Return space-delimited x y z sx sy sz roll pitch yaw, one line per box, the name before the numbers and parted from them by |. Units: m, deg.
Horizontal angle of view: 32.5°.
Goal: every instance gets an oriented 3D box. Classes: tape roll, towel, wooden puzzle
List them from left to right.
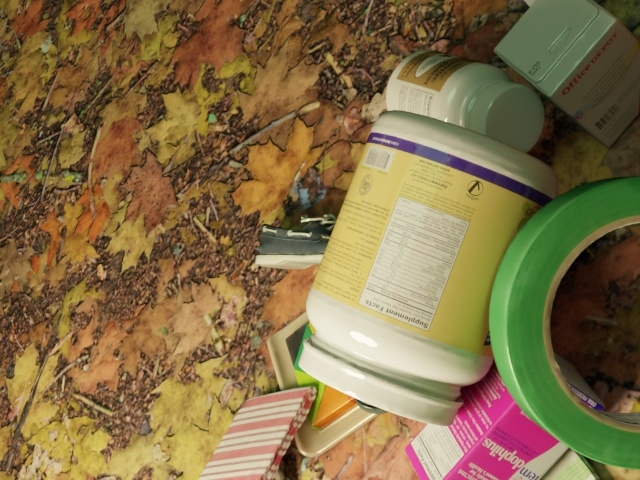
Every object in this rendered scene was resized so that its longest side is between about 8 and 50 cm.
towel | -0.094 0.296 1.593 0.144 0.029 0.197 -16 31 41
wooden puzzle | 0.032 0.170 1.620 0.239 0.044 0.221 -36 52 23
towel | 0.302 0.326 1.348 0.113 0.023 0.152 -47 51 17
tape roll | 0.352 0.088 1.221 0.321 0.321 0.077 -63 6 -1

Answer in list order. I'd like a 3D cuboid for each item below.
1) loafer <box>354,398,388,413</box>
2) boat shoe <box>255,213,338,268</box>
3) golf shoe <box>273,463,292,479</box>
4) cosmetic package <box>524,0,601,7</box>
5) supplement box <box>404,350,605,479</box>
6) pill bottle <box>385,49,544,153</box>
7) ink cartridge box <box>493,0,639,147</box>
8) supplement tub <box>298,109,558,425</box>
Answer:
loafer | 0.103 0.106 1.527 0.096 0.084 0.267 6 61 19
boat shoe | 0.000 0.000 1.690 0.254 0.095 0.079 -6 79 48
golf shoe | -0.129 0.405 1.620 0.077 0.094 0.198 41 101 41
cosmetic package | 0.319 -0.416 1.606 0.117 0.085 0.231 -43 51 16
supplement box | 0.225 0.234 1.366 0.220 0.111 0.114 -51 25 12
pill bottle | 0.202 -0.188 1.541 0.131 0.131 0.229 -61 33 2
ink cartridge box | 0.344 -0.232 1.442 0.128 0.176 0.127 -50 48 12
supplement tub | 0.125 0.033 1.336 0.241 0.241 0.331 22 92 43
